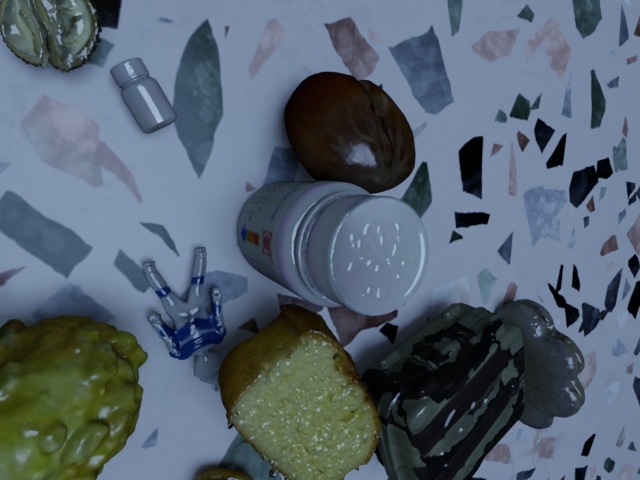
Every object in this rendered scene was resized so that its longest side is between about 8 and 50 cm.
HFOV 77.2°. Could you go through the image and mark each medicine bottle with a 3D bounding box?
[{"bbox_3d":[-0.240,-0.196,0.546,0.052,0.052,0.089,-35,112,-20],"label":"medicine bottle"},{"bbox_3d":[0.000,0.000,0.567,0.170,0.293,0.170,-4,100,-27],"label":"medicine bottle"}]

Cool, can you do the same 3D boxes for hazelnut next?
[{"bbox_3d":[0.051,-0.165,0.636,0.212,0.181,0.181,2,97,-28],"label":"hazelnut"}]

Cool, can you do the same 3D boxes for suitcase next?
[{"bbox_3d":[0.249,0.333,0.809,0.351,0.194,0.339,-27,116,-27],"label":"suitcase"}]

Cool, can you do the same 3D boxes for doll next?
[{"bbox_3d":[-0.197,0.131,0.614,0.114,0.057,0.227,-18,96,-32],"label":"doll"}]

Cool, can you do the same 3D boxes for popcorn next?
[{"bbox_3d":[-0.339,0.181,0.447,0.266,0.233,0.192,-4,131,7],"label":"popcorn"}]

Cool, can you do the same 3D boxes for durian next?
[{"bbox_3d":[-0.328,-0.275,0.477,0.110,0.071,0.140,-26,122,-18],"label":"durian"}]

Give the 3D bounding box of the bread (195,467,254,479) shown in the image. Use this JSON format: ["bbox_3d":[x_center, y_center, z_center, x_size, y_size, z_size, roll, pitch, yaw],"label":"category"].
[{"bbox_3d":[-0.179,0.485,0.654,0.114,0.083,0.211,21,87,-24],"label":"bread"}]

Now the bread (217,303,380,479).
[{"bbox_3d":[-0.039,0.237,0.640,0.194,0.179,0.340,-36,127,-14],"label":"bread"}]

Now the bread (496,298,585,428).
[{"bbox_3d":[0.534,0.309,0.969,0.102,0.183,0.337,-21,107,-33],"label":"bread"}]
